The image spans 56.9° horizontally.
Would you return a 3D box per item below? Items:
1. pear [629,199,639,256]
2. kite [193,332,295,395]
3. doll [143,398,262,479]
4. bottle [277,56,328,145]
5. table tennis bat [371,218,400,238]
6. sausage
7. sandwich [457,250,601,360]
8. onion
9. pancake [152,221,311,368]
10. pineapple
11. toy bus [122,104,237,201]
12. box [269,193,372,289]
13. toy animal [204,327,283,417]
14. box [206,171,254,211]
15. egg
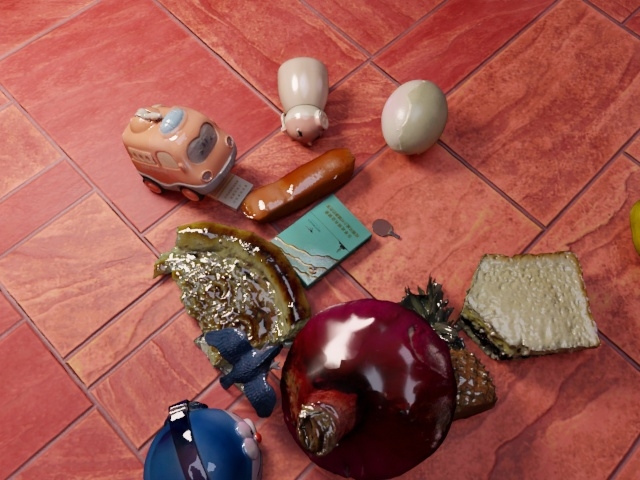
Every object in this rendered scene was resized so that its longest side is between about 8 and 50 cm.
[{"bbox_3d":[0.954,-0.019,1.510,0.294,0.294,0.294,1,66,-3],"label":"pear"},{"bbox_3d":[-0.179,0.252,1.455,0.267,0.013,0.323,0,68,-2],"label":"kite"},{"bbox_3d":[-0.224,0.463,1.195,0.240,0.310,0.284,-23,69,-11],"label":"doll"},{"bbox_3d":[-0.046,-0.386,1.686,0.147,0.147,0.237,-2,73,-4],"label":"bottle"},{"bbox_3d":[0.179,-0.028,1.606,0.083,0.007,0.050,32,67,13],"label":"table tennis bat"},{"bbox_3d":[-0.054,-0.143,1.599,0.348,0.094,0.097,-31,58,-14],"label":"sausage"},{"bbox_3d":[0.503,0.165,1.474,0.325,0.131,0.262,-3,67,-8],"label":"sandwich"},{"bbox_3d":[0.056,0.313,1.209,0.398,0.420,0.398,-2,87,35],"label":"onion"},{"bbox_3d":[-0.224,0.106,1.471,0.305,0.067,0.427,-34,74,-12],"label":"pancake"},{"bbox_3d":[0.283,0.250,1.424,0.165,0.165,0.365,-17,60,-11],"label":"pineapple"},{"bbox_3d":[-0.374,-0.249,1.533,0.287,0.232,0.194,13,60,30],"label":"toy bus"},{"bbox_3d":[0.000,0.001,1.563,0.229,0.041,0.162,-38,72,-19],"label":"box"},{"bbox_3d":[-0.163,0.279,1.319,0.255,0.176,0.239,-39,78,23],"label":"toy animal"},{"bbox_3d":[-0.277,-0.153,1.625,0.167,0.024,0.090,28,68,9],"label":"box"},{"bbox_3d":[0.259,-0.335,1.652,0.183,0.183,0.217,22,56,7],"label":"egg"}]
